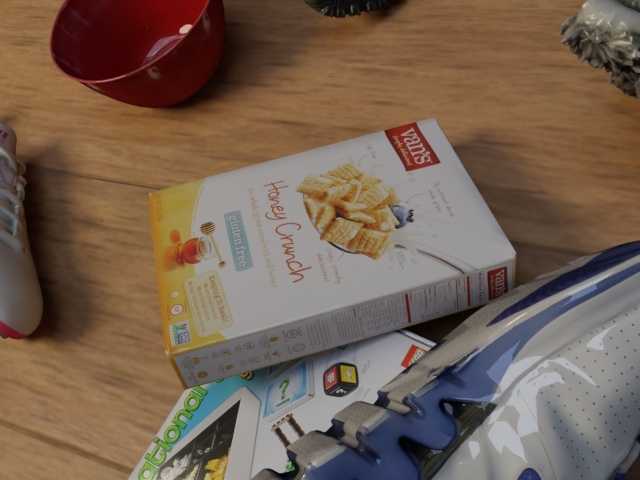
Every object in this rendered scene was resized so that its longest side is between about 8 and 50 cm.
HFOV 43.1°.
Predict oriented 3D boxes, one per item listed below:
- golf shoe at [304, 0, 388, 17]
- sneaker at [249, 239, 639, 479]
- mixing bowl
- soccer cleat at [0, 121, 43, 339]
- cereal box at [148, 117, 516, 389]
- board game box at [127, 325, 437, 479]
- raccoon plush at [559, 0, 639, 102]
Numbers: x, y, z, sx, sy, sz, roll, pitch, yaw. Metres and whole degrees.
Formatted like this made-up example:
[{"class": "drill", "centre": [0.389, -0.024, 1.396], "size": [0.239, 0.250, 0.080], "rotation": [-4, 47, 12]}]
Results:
[{"class": "golf shoe", "centre": [0.058, -0.319, 0.794], "size": [0.120, 0.105, 0.273], "rotation": [19, 64, 48]}, {"class": "sneaker", "centre": [0.119, 0.138, 0.461], "size": [0.316, 0.127, 0.182], "rotation": [-32, 89, -8]}, {"class": "mixing bowl", "centre": [-0.164, -0.200, 0.807], "size": [0.182, 0.098, 0.181], "rotation": [-12, 57, 18]}, {"class": "soccer cleat", "centre": [-0.337, -0.042, 0.780], "size": [0.143, 0.116, 0.331], "rotation": [-46, 54, -6]}, {"class": "cereal box", "centre": [0.000, 0.000, 0.597], "size": [0.240, 0.047, 0.173], "rotation": [-16, 44, -3]}, {"class": "board game box", "centre": [-0.039, 0.184, 0.554], "size": [0.193, 0.053, 0.305], "rotation": [23, 72, 32]}, {"class": "raccoon plush", "centre": [0.315, -0.036, 0.449], "size": [0.299, 0.216, 0.446], "rotation": [-15, 59, 29]}]
